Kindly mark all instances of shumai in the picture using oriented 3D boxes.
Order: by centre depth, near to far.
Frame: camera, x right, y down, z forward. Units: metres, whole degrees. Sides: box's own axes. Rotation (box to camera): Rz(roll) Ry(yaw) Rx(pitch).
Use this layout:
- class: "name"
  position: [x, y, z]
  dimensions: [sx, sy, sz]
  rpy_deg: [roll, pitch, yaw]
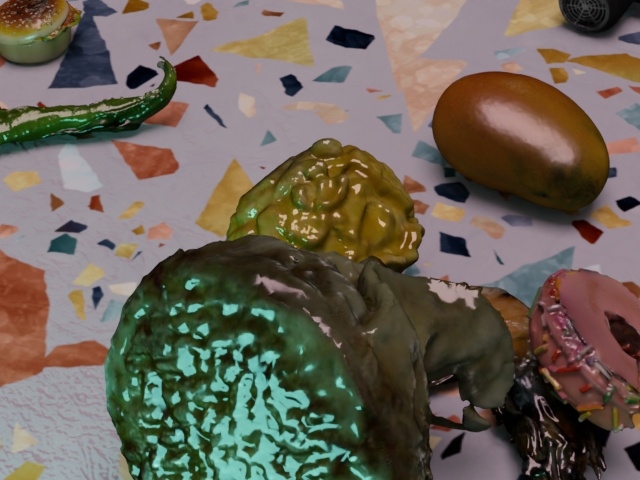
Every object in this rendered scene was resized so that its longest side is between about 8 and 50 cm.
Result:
- class: "shumai"
  position: [-0.003, 0.157, 1.530]
  dimensions: [0.395, 0.395, 0.348]
  rpy_deg: [22, 27, 23]

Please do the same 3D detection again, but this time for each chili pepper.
- class: "chili pepper"
  position: [-0.375, -0.178, 2.058]
  dimensions: [0.359, 0.076, 0.085]
  rpy_deg: [-13, 63, -7]

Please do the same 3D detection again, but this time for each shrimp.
- class: "shrimp"
  position: [0.176, 0.187, 1.662]
  dimensions: [0.233, 0.071, 0.365]
  rpy_deg: [-16, 45, -2]

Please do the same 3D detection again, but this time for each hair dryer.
- class: "hair dryer"
  position: [0.553, -0.354, 2.233]
  dimensions: [0.352, 0.107, 0.189]
  rpy_deg: [26, 51, 19]

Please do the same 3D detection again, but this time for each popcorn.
- class: "popcorn"
  position: [0.008, 0.002, 1.767]
  dimensions: [0.225, 0.249, 0.249]
  rpy_deg: [42, 51, 1]

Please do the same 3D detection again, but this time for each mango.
- class: "mango"
  position: [0.274, -0.138, 1.963]
  dimensions: [0.255, 0.139, 0.175]
  rpy_deg: [26, 60, 16]

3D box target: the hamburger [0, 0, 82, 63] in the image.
- class: "hamburger"
  position: [-0.433, -0.329, 2.218]
  dimensions: [0.141, 0.081, 0.126]
  rpy_deg: [5, 42, 8]

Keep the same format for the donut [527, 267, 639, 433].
- class: "donut"
  position: [0.315, 0.121, 1.643]
  dimensions: [0.199, 0.085, 0.233]
  rpy_deg: [52, 30, 20]
